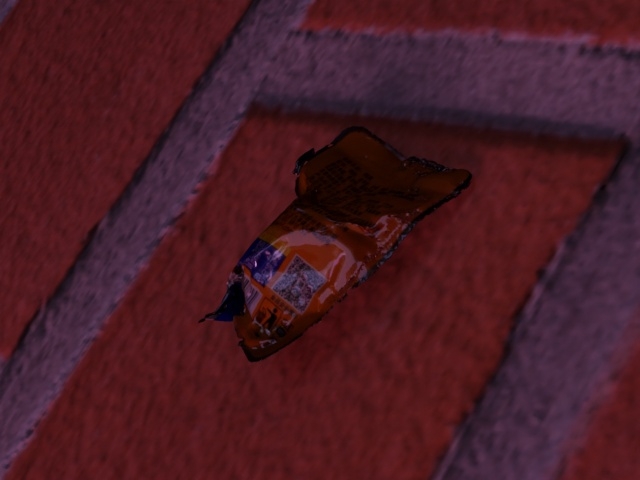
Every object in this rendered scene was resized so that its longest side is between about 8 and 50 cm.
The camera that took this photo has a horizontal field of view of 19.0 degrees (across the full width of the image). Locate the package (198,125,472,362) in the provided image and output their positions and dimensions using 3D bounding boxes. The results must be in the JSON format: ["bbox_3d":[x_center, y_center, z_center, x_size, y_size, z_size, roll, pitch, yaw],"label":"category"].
[{"bbox_3d":[0.000,-0.001,0.742,0.110,0.033,0.077,-48,23,-9],"label":"package"}]
